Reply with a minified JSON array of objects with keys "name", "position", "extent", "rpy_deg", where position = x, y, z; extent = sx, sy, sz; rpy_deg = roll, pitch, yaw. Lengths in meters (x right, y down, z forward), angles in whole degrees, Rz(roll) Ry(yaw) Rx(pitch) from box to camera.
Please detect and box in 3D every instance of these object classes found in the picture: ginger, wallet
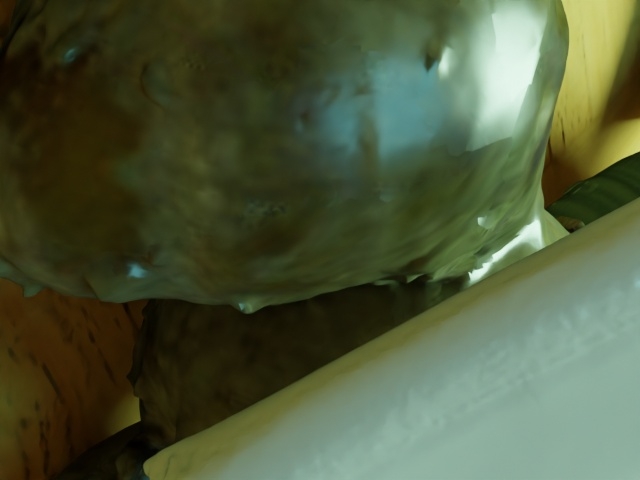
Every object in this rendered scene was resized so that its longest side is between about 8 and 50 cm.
[{"name":"ginger","position":[0.000,0.000,0.464],"extent":[0.256,0.176,0.375],"rpy_deg":[-21,129,-23]},{"name":"wallet","position":[0.044,0.056,0.399],"extent":[0.190,0.033,0.095],"rpy_deg":[-30,123,3]}]

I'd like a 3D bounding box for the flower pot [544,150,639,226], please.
[{"name":"flower pot","position":[0.191,0.038,0.704],"extent":[0.243,0.157,0.189],"rpy_deg":[-24,153,-14]}]
